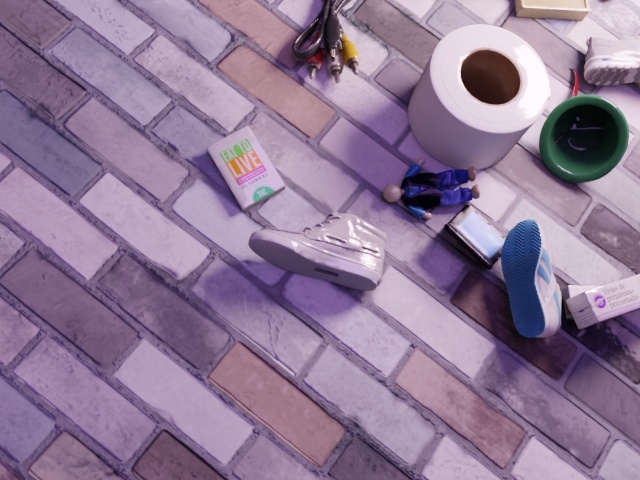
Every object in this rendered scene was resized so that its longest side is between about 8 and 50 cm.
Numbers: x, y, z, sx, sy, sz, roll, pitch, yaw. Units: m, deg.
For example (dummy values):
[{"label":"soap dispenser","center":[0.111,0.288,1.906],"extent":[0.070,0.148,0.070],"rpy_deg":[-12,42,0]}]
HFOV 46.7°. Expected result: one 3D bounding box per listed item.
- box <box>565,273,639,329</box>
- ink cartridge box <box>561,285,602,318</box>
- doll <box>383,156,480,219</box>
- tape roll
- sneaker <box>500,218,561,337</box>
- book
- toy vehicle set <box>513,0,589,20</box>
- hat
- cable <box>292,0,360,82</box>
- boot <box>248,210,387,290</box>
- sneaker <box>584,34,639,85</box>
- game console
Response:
[{"label":"box","center":[0.632,0.097,1.444],"extent":[0.324,0.067,0.063],"rpy_deg":[-14,73,-21]},{"label":"ink cartridge box","center":[0.536,0.122,1.459],"extent":[0.115,0.029,0.062],"rpy_deg":[2,70,-16]},{"label":"doll","center":[0.217,-0.106,1.482],"extent":[0.189,0.046,0.129],"rpy_deg":[-9,81,-6]},{"label":"tape roll","center":[0.314,-0.286,1.498],"extent":[0.246,0.169,0.246],"rpy_deg":[3,69,-7]},{"label":"sneaker","center":[0.409,0.073,1.423],"extent":[0.092,0.087,0.228],"rpy_deg":[11,73,-46]},{"label":"book","center":[-0.146,-0.139,1.446],"extent":[0.096,0.035,0.144],"rpy_deg":[-30,79,-14]},{"label":"toy vehicle set","center":[0.525,-0.639,1.732],"extent":[0.166,0.035,0.266],"rpy_deg":[1,70,-9]},{"label":"hat","center":[0.570,-0.239,1.601],"extent":[0.173,0.183,0.208],"rpy_deg":[28,110,9]},{"label":"cable","center":[0.016,-0.459,1.590],"extent":[0.140,0.072,0.287],"rpy_deg":[-2,57,8]},{"label":"boot","center":[0.000,0.000,1.394],"extent":[0.258,0.095,0.123],"rpy_deg":[20,62,-11]},{"label":"sneaker","center":[0.723,-0.410,1.643],"extent":[0.281,0.105,0.115],"rpy_deg":[3,70,-8]},{"label":"game console","center":[0.309,-0.009,1.451],"extent":[0.122,0.107,0.071],"rpy_deg":[44,98,8]}]
